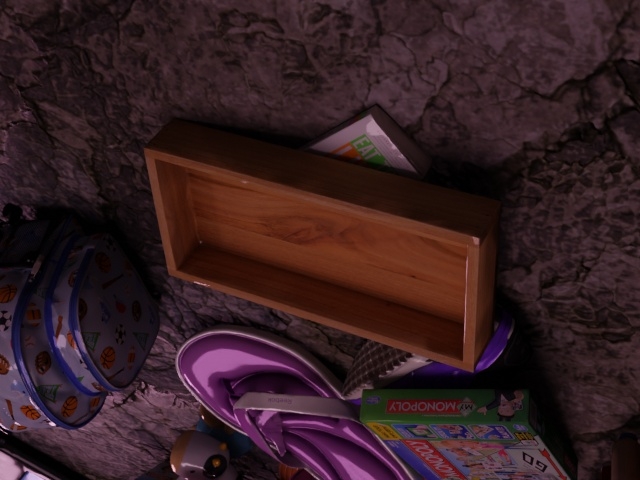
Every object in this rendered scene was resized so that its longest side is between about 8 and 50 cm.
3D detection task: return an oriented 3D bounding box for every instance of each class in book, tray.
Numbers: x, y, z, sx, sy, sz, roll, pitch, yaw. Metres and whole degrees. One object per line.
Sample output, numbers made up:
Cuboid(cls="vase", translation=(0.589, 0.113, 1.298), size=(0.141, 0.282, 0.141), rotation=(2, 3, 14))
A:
Cuboid(cls="book", translation=(0.041, -0.089, 1.277), size=(0.096, 0.035, 0.144), rotation=(45, 137, -19))
Cuboid(cls="tray", translation=(0.000, 0.000, 1.303), size=(0.411, 0.076, 0.202), rotation=(17, 136, 23))

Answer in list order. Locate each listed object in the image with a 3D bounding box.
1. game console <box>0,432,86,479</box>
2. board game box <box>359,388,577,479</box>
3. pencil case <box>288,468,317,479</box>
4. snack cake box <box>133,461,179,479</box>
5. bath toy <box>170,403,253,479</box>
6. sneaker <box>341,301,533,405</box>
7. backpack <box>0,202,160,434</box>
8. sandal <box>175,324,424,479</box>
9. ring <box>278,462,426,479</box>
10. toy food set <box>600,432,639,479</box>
Cuboid(cls="game console", translation=(-0.539, 0.536, 2.217), size=(0.387, 0.060, 0.342), rotation=(32, 140, -12))
Cuboid(cls="board game box", translation=(0.205, 0.266, 1.487), size=(0.214, 0.046, 0.317), rotation=(-4, 153, 23))
Cuboid(cls="pencil case", translation=(0.039, 0.444, 1.774), size=(0.209, 0.095, 0.098), rotation=(37, 123, -18))
Cuboid(cls="snack cake box", translation=(-0.203, 0.465, 1.861), size=(0.264, 0.152, 0.089), rotation=(11, 111, 29))
Cuboid(cls="bath toy", translation=(-0.188, 0.410, 1.685), size=(0.129, 0.348, 0.151), rotation=(-11, 133, 34))
Cuboid(cls="sneaker", translation=(0.153, 0.171, 1.452), size=(0.146, 0.102, 0.293), rotation=(38, 138, -18))
Cuboid(cls="backpack", translation=(-0.355, 0.124, 1.515), size=(0.213, 0.263, 0.276), rotation=(-6, 131, 30))
Cuboid(cls="sandal", translation=(-0.023, 0.264, 1.587), size=(0.416, 0.102, 0.169), rotation=(35, 112, -4))
Cuboid(cls="ring", translation=(0.088, 0.427, 1.821), size=(0.337, 0.032, 0.336), rotation=(13, 139, 11))
Cuboid(cls="toy food set", translation=(0.425, 0.335, 1.472), size=(0.111, 0.104, 0.232), rotation=(-8, 123, 21))
